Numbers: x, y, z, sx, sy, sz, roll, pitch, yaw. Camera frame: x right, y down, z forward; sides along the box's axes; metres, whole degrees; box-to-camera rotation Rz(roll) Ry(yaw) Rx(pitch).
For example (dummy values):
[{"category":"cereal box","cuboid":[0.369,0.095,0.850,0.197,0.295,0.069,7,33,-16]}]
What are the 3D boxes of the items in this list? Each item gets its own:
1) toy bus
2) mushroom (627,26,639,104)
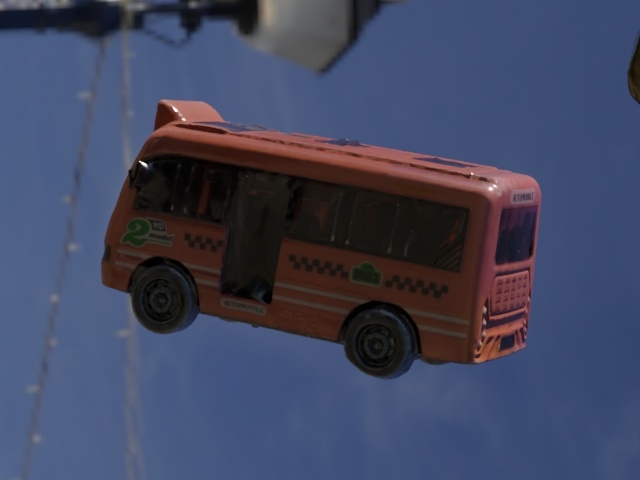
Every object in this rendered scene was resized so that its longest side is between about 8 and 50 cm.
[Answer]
[{"category":"toy bus","cuboid":[0.000,0.000,1.906,0.426,0.203,0.233,11,-83,22]},{"category":"mushroom","cuboid":[0.355,-0.092,1.394,0.100,0.312,0.081,-56,-151,15]}]
